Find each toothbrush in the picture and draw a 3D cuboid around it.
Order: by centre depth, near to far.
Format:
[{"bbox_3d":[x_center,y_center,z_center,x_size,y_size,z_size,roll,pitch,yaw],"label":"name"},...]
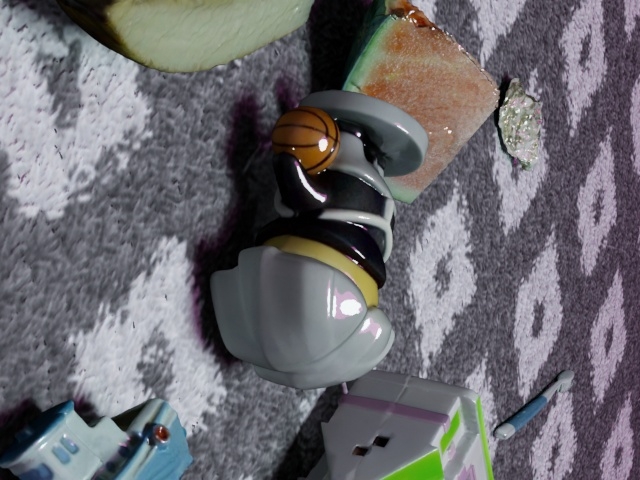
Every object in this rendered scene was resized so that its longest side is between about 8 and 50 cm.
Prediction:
[{"bbox_3d":[0.286,0.220,1.906,0.276,0.019,0.025,-23,125,-59],"label":"toothbrush"}]

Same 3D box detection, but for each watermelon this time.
[{"bbox_3d":[0.063,-0.129,1.314,0.146,0.128,0.231,-50,136,4],"label":"watermelon"}]

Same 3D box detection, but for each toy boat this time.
[{"bbox_3d":[-0.174,0.165,0.955,0.102,0.088,0.215,51,44,-10],"label":"toy boat"}]

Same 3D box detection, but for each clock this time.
[{"bbox_3d":[0.045,0.310,1.304,0.309,0.166,0.235,-52,141,-42],"label":"clock"}]

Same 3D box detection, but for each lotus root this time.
[{"bbox_3d":[-0.091,-0.233,0.920,0.260,0.149,0.267,-38,157,-45],"label":"lotus root"}]

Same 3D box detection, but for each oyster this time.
[{"bbox_3d":[0.236,-0.137,1.692,0.100,0.037,0.098,20,79,-62],"label":"oyster"}]

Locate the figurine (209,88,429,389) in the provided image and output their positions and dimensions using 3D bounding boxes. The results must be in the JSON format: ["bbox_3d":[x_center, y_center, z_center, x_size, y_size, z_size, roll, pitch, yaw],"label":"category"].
[{"bbox_3d":[0.000,0.000,1.173,0.176,0.133,0.236,42,57,-48],"label":"figurine"}]
